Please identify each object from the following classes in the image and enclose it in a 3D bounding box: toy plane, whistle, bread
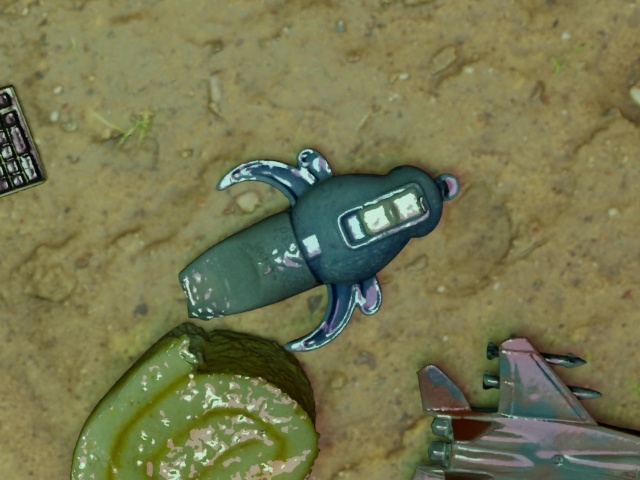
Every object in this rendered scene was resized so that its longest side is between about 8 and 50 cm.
[{"bbox_3d":[0.244,0.199,1.356,0.326,0.104,0.223,4,103,-9],"label":"toy plane"},{"bbox_3d":[0.000,0.000,1.306,0.269,0.093,0.180,-21,95,7],"label":"whistle"},{"bbox_3d":[-0.125,0.192,1.323,0.257,0.124,0.186,-42,95,6],"label":"bread"}]

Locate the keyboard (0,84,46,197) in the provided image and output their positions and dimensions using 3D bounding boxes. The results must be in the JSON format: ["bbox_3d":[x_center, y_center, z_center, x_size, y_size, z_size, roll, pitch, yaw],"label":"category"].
[{"bbox_3d":[-0.409,-0.049,1.295,0.317,0.027,0.106,-19,104,1],"label":"keyboard"}]
